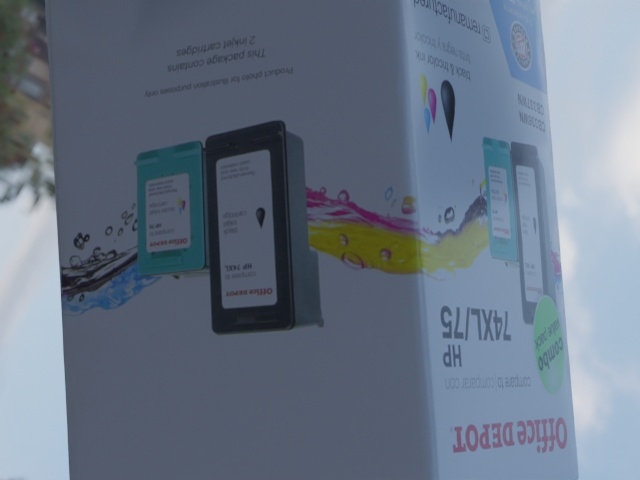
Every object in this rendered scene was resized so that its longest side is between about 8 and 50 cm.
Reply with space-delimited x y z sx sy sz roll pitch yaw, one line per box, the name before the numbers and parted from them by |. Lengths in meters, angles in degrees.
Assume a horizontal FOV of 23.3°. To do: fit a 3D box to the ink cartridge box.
ink cartridge box | 0.000 0.000 0.788 0.197 0.198 0.270 -7 -97 27
